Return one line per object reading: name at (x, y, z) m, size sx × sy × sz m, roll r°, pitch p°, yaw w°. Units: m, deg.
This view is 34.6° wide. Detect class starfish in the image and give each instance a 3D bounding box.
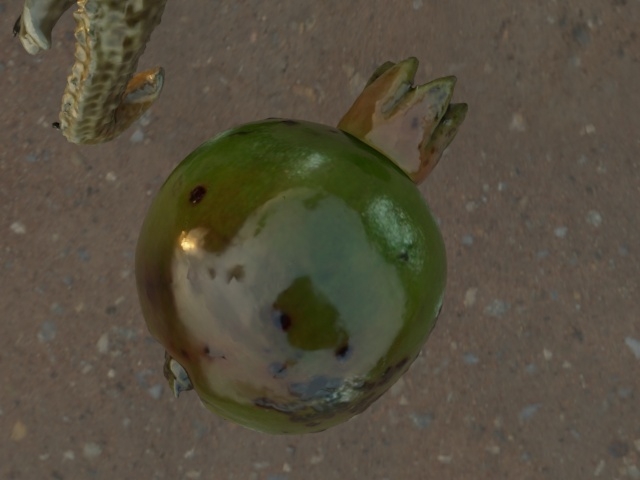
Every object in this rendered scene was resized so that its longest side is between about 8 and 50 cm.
starfish at (-0.096, -0.278, 0.662) m, size 0.082 × 0.324 × 0.432 m, roll 13°, pitch 85°, yaw -3°

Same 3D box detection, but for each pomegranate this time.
pomegranate at (0.000, 0.000, 0.505) m, size 0.159 × 0.159 × 0.205 m, roll 40°, pitch 76°, yaw -11°
